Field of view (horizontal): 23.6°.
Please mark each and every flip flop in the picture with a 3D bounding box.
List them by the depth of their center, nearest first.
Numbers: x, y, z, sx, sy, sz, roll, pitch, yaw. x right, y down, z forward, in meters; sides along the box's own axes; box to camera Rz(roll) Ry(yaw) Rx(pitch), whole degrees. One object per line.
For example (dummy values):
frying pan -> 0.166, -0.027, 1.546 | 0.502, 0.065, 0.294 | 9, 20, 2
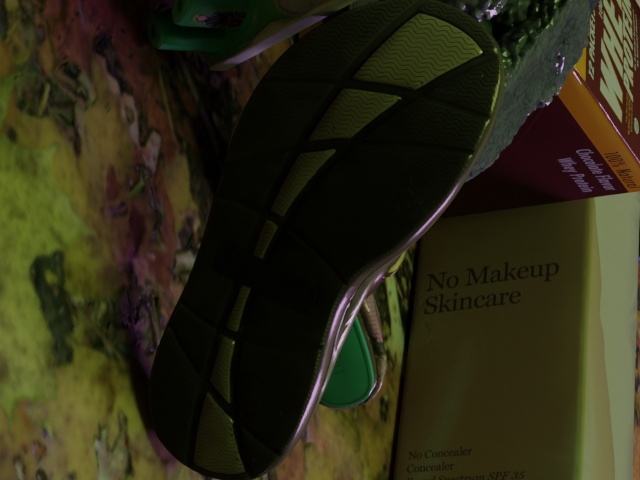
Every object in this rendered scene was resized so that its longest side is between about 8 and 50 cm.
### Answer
flip flop -> 0.000, 0.000, 0.783 | 0.277, 0.112, 0.080 | -64, 168, 20

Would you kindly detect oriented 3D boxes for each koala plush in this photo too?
koala plush -> 0.040, -0.173, 0.867 | 0.203, 0.221, 0.196 | -38, 144, -45

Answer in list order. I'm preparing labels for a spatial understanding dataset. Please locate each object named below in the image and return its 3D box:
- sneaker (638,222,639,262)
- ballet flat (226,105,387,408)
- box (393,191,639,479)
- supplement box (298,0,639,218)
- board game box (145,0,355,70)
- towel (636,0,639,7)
sneaker -> 0.340, -0.079, 1.660 | 0.082, 0.069, 0.209 | -16, 97, -60
ballet flat -> -0.007, -0.001, 0.938 | 0.079, 0.076, 0.222 | -89, 164, -61
box -> 0.153, 0.072, 1.149 | 0.121, 0.148, 0.311 | 49, 39, -48
supplement box -> 0.113, -0.116, 1.059 | 0.191, 0.194, 0.129 | 39, 49, -54
board game box -> -0.006, -0.308, 0.710 | 0.050, 0.390, 0.390 | 0, 84, -26
towel -> 0.251, -0.193, 1.489 | 0.317, 0.053, 0.332 | 59, 42, -40
